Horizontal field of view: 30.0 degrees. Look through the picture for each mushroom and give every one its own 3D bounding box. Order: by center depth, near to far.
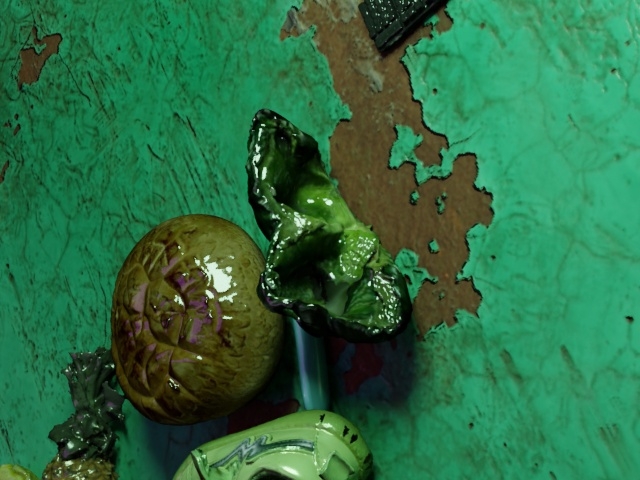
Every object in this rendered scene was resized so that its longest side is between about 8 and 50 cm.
[{"bbox_3d":[-0.145,0.090,1.345,0.253,0.153,0.253,-6,82,47],"label":"mushroom"}]

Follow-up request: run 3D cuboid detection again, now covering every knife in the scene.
[{"bbox_3d":[-0.021,0.085,1.295,0.031,0.064,0.222,-12,81,22],"label":"knife"}]

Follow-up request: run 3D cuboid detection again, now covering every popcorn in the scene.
[{"bbox_3d":[-0.415,0.354,1.609,0.097,0.089,0.109,-45,63,-12],"label":"popcorn"}]

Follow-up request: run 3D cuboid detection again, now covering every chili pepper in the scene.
[{"bbox_3d":[-0.004,0.007,1.228,0.116,0.148,0.264,-37,68,14],"label":"chili pepper"}]

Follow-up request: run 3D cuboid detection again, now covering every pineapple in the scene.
[{"bbox_3d":[-0.292,0.259,1.502,0.125,0.125,0.251,-6,73,41],"label":"pineapple"}]

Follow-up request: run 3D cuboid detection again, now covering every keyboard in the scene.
[{"bbox_3d":[0.126,-0.286,1.221,0.231,0.023,0.072,-38,61,33],"label":"keyboard"}]

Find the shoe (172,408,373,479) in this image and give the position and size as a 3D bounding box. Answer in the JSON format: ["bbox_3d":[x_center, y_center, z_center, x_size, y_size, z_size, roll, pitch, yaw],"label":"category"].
[{"bbox_3d":[-0.068,0.260,1.266,0.262,0.128,0.140,-29,91,27],"label":"shoe"}]
